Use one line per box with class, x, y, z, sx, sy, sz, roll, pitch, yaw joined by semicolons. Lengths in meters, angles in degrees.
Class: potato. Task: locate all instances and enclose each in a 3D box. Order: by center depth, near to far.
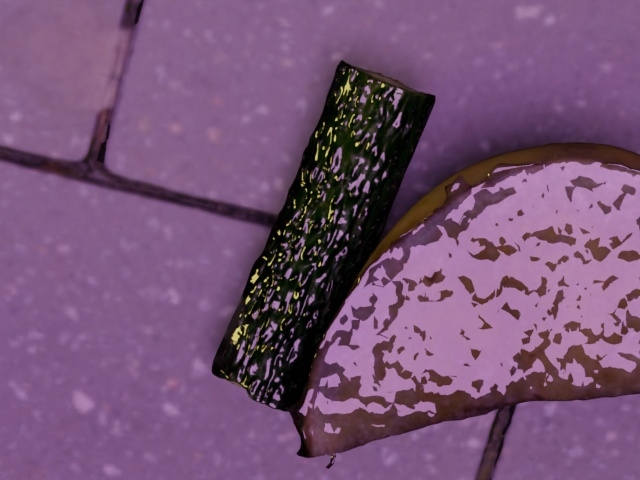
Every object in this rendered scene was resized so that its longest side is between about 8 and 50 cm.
potato;0.095;0.019;0.873;0.243;0.098;0.138;-11;104;2

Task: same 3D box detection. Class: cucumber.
cucumber;0.001;0.000;0.880;0.058;0.058;0.187;21;104;-10
